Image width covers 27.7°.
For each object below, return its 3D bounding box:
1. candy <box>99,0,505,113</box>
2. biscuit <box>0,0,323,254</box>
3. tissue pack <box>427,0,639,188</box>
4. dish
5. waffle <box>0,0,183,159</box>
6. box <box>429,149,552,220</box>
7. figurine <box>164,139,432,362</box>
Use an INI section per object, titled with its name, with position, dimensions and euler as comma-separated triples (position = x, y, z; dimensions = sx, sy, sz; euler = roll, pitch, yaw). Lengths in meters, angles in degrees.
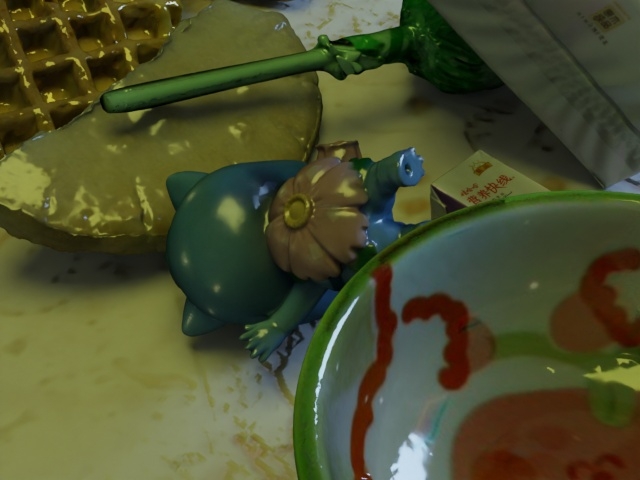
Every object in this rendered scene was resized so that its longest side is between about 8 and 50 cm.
[candy]
position = 0.006, -0.120, 0.865
dimensions = 0.323, 0.097, 0.097
euler = -16, 45, -25
[biscuit]
position = -0.082, -0.065, 0.846
dimensions = 0.141, 0.038, 0.290
euler = 41, 52, 8
[tissue pack]
position = 0.170, -0.181, 0.832
dimensions = 0.124, 0.225, 0.185
euler = -26, 31, 41
[dish]
position = 0.146, 0.126, 0.617
dimensions = 0.324, 0.124, 0.324
euler = 3, 44, -3
[waffle]
position = -0.225, -0.141, 0.902
dimensions = 0.253, 0.056, 0.249
euler = 33, 55, 7
[box]
position = 0.125, -0.009, 0.806
dimensions = 0.117, 0.036, 0.050
euler = 34, 55, 32
[figurine]
position = 0.001, -0.005, 0.754
dimensions = 0.178, 0.114, 0.144
euler = -13, 6, 38
